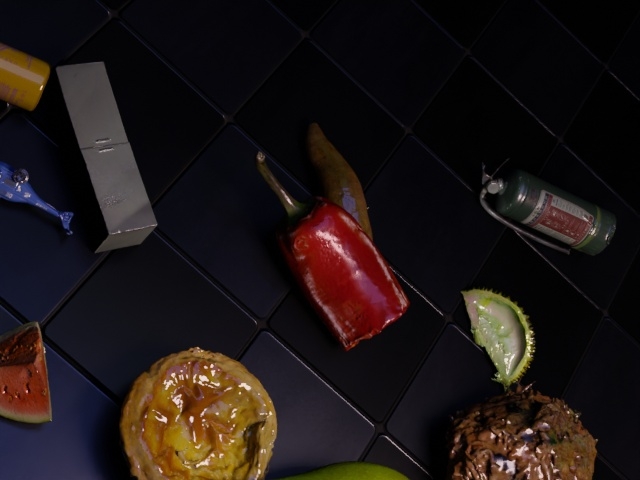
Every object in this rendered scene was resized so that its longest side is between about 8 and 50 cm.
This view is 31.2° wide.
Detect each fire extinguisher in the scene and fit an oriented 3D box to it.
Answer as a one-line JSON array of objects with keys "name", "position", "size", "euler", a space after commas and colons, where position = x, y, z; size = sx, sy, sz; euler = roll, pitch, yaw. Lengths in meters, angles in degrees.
[{"name": "fire extinguisher", "position": [0.394, -0.063, 2.076], "size": [0.294, 0.118, 0.093], "euler": [23, 25, -19]}]

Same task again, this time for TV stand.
[{"name": "TV stand", "position": [-0.330, -0.123, 1.698], "size": [0.082, 0.088, 0.270], "euler": [-13, 75, -33]}]

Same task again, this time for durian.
[{"name": "durian", "position": [0.315, 0.171, 1.956], "size": [0.100, 0.086, 0.215], "euler": [-23, 76, 0]}]

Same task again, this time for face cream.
[{"name": "face cream", "position": [-0.532, -0.274, 1.656], "size": [0.273, 0.078, 0.078], "euler": [22, 60, -19]}]

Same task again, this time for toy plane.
[{"name": "toy plane", "position": [-0.424, -0.063, 1.646], "size": [0.167, 0.054, 0.062], "euler": [33, 82, -12]}]

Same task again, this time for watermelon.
[{"name": "watermelon", "position": [-0.391, 0.181, 1.527], "size": [0.125, 0.094, 0.135], "euler": [-38, 94, -43]}]

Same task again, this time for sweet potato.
[{"name": "sweet potato", "position": [0.027, -0.091, 1.893], "size": [0.077, 0.077, 0.244], "euler": [-12, 77, -33]}]

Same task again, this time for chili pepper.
[{"name": "chili pepper", "position": [-0.002, 0.001, 1.796], "size": [0.338, 0.134, 0.131], "euler": [53, 40, -4]}]

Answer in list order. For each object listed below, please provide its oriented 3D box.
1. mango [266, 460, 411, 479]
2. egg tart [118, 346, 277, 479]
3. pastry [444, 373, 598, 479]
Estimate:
[{"name": "mango", "position": [0.027, 0.403, 1.609], "size": [0.343, 0.156, 0.192], "euler": [20, 67, -35]}, {"name": "egg tart", "position": [-0.174, 0.273, 1.602], "size": [0.241, 0.106, 0.241], "euler": [10, 66, -23]}, {"name": "pastry", "position": [0.326, 0.354, 1.793], "size": [0.274, 0.193, 0.275], "euler": [13, 62, -26]}]
